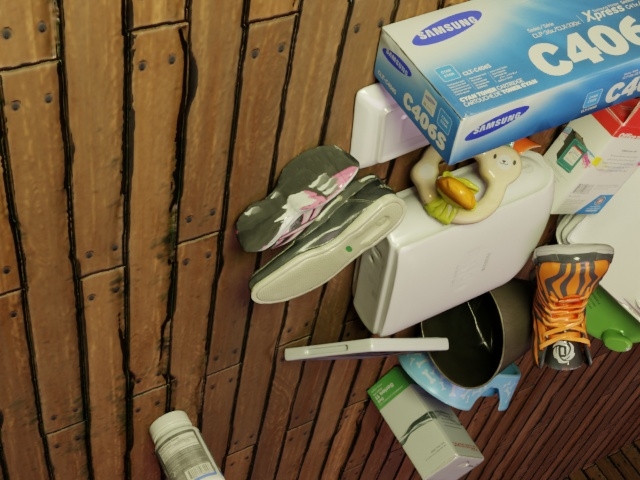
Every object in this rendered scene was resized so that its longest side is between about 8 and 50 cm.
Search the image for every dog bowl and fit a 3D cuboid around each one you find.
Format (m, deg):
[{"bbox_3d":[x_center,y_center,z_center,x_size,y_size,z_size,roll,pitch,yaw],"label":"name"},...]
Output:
[{"bbox_3d":[0.269,0.235,1.760,0.297,0.166,0.074,13,115,-51],"label":"dog bowl"}]

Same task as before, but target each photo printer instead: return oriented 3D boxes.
[{"bbox_3d":[0.205,0.000,1.410,0.307,0.107,0.256,-21,148,-20],"label":"photo printer"}]

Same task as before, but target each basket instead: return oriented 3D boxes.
[{"bbox_3d":[0.300,0.140,1.646,0.154,0.204,0.227,-16,172,37],"label":"basket"}]

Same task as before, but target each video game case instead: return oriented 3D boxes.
[{"bbox_3d":[0.075,0.175,1.523,0.183,0.023,0.201,-12,167,41],"label":"video game case"}]

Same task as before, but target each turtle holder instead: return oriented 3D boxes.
[{"bbox_3d":[0.560,0.077,1.734,0.227,0.243,0.320,-22,142,-52],"label":"turtle holder"}]

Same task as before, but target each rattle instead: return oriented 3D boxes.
[{"bbox_3d":[0.225,-0.111,1.240,0.199,0.130,0.143,-25,159,-12],"label":"rattle"}]

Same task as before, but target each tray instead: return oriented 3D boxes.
[{"bbox_3d":[0.162,-0.174,1.202,0.270,0.030,0.145,-23,147,-18],"label":"tray"}]

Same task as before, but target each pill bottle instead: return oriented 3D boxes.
[{"bbox_3d":[-0.209,0.337,1.462,0.078,0.137,0.078,-24,147,-17],"label":"pill bottle"}]

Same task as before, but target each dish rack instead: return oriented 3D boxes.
[{"bbox_3d":[0.552,-0.027,1.521,0.072,0.285,0.333,-23,153,-51],"label":"dish rack"}]

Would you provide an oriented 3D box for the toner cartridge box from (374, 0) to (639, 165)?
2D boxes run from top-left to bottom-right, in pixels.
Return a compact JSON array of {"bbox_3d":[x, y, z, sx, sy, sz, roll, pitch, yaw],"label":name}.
[{"bbox_3d":[0.253,-0.216,1.097,0.347,0.165,0.075,-21,146,-22],"label":"toner cartridge box"}]

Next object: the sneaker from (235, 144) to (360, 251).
[{"bbox_3d":[-0.024,-0.051,1.176,0.178,0.072,0.077,-35,162,17],"label":"sneaker"}]

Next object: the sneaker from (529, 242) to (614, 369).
[{"bbox_3d":[0.395,0.110,1.483,0.124,0.180,0.321,-2,166,10],"label":"sneaker"}]

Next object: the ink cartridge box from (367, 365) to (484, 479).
[{"bbox_3d":[0.203,0.354,1.806,0.087,0.208,0.153,-42,148,14],"label":"ink cartridge box"}]

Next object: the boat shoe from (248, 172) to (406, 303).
[{"bbox_3d":[0.000,0.000,1.240,0.233,0.079,0.084,-36,147,-2],"label":"boat shoe"}]

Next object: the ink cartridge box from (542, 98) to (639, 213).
[{"bbox_3d":[0.437,-0.147,1.451,0.134,0.078,0.231,-2,137,-41],"label":"ink cartridge box"}]
